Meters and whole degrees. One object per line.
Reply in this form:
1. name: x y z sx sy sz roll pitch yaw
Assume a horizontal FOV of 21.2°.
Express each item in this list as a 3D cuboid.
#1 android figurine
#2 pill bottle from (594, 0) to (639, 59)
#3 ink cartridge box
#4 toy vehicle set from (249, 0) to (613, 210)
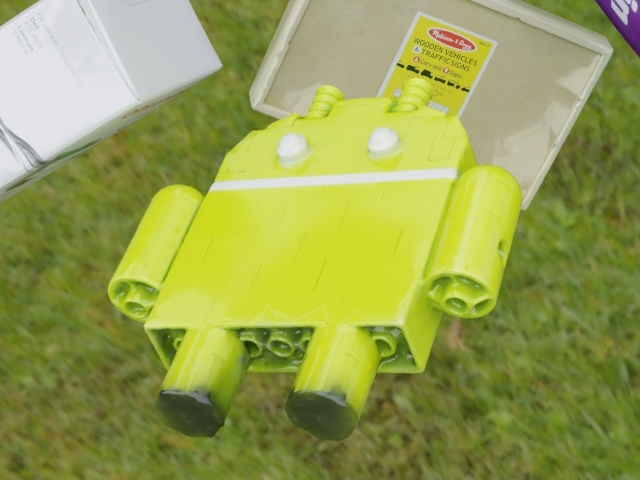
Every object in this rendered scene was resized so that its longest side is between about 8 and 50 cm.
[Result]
1. android figurine: 0.000 0.000 1.020 0.248 0.056 0.273 -1 46 27
2. pill bottle: 0.302 -0.176 1.197 0.181 0.181 0.323 -30 53 2
3. ink cartridge box: -0.195 -0.093 1.152 0.219 0.160 0.092 -28 95 23
4. toy vehicle set: 0.093 -0.143 1.442 0.035 0.267 0.166 -101 35 -61
